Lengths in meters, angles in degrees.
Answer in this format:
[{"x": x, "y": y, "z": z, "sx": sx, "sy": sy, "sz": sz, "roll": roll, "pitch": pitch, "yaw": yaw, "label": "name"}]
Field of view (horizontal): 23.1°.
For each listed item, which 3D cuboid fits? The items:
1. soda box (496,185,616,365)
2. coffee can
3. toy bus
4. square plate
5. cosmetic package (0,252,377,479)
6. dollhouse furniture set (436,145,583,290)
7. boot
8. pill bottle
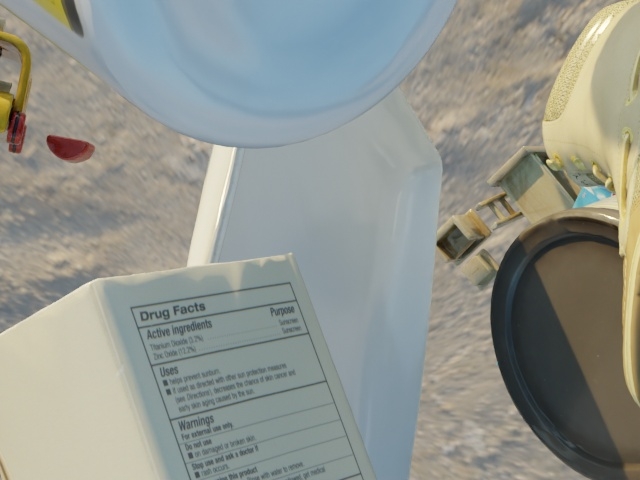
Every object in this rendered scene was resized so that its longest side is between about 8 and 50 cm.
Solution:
[{"x": 0.246, "y": 0.050, "z": 1.456, "sx": 0.071, "sy": 0.067, "sz": 0.210, "roll": 43, "pitch": 126, "yaw": 33, "label": "soda box"}, {"x": 0.292, "y": 0.043, "z": 1.161, "sx": 0.275, "sy": 0.201, "sz": 0.202, "roll": -19, "pitch": 83, "yaw": -38, "label": "coffee can"}, {"x": -0.289, "y": -0.136, "z": 1.305, "sx": 0.202, "sy": 0.191, "sz": 0.104, "roll": 8, "pitch": 86, "yaw": 34, "label": "toy bus"}, {"x": 0.000, "y": 0.000, "z": 1.140, "sx": 0.049, "sy": 0.347, "sz": 0.344, "roll": -5, "pitch": 59, "yaw": 24, "label": "square plate"}, {"x": -0.045, "y": 0.173, "z": 0.787, "sx": 0.113, "sy": 0.160, "sz": 0.309, "roll": -29, "pitch": 76, "yaw": 35, "label": "cosmetic package"}, {"x": 0.240, "y": 0.018, "z": 1.692, "sx": 0.161, "sy": 0.101, "sz": 0.182, "roll": -45, "pitch": 72, "yaw": 24, "label": "dollhouse furniture set"}, {"x": 0.193, "y": -0.028, "z": 0.905, "sx": 0.095, "sy": 0.203, "sz": 0.262, "roll": 7, "pitch": 87, "yaw": -13, "label": "boot"}, {"x": -0.051, "y": -0.101, "z": 0.401, "sx": 0.103, "sy": 0.103, "sz": 0.184, "roll": -48, "pitch": 43, "yaw": -5, "label": "pill bottle"}]
